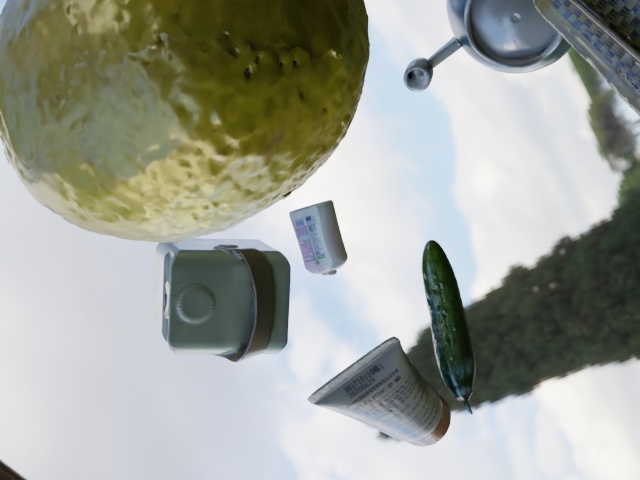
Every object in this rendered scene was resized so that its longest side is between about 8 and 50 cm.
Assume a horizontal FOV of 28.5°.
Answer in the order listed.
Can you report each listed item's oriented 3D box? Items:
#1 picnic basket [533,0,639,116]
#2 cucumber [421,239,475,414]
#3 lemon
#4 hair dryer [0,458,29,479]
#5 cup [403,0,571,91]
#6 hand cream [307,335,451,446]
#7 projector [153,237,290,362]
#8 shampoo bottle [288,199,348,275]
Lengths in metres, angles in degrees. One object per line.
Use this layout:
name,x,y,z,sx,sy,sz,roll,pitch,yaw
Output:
picnic basket,0.293,-0.198,0.857,0.266,0.139,0.165,-34,-103,-34
cucumber,0.180,0.122,1.765,0.056,0.056,0.250,-8,-93,-66
lemon,-0.110,-0.130,0.951,0.268,0.322,0.268,28,-130,-39
hair dryer,-0.242,0.175,0.907,0.063,0.114,0.037,37,-109,-2
cup,0.215,-0.260,1.394,0.167,0.299,0.173,52,-161,-9
hand cream,0.090,0.215,1.711,0.089,0.139,0.314,57,-175,27
projector,-0.148,0.079,1.856,0.242,0.177,0.163,-152,63,-73
shampoo bottle,0.000,0.000,1.695,0.043,0.072,0.099,-17,-89,-41
